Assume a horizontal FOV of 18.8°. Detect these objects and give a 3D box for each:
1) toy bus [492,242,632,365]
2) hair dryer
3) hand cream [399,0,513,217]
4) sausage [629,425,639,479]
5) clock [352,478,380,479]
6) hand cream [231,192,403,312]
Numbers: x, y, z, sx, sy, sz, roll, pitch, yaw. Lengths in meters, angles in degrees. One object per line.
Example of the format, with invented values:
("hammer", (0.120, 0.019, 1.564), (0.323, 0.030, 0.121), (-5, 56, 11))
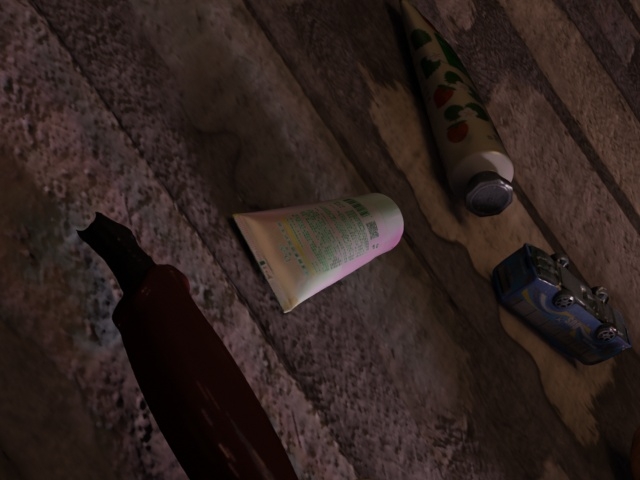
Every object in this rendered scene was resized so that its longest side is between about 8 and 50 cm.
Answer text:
("toy bus", (0.217, 0.059, 1.727), (0.153, 0.061, 0.051), (37, 32, -40))
("hair dryer", (-0.080, 0.113, 1.013), (0.312, 0.123, 0.340), (4, 45, -51))
("hand cream", (0.124, -0.128, 1.792), (0.095, 0.059, 0.276), (42, 22, -40))
("sausage", (0.372, 0.242, 1.780), (0.289, 0.086, 0.086), (35, 31, -42))
("clock", (0.004, 0.275, 0.806), (0.284, 0.114, 0.309), (51, 43, -13))
("hand cream", (0.000, 0.000, 1.376), (0.076, 0.047, 0.174), (61, 30, 5))
